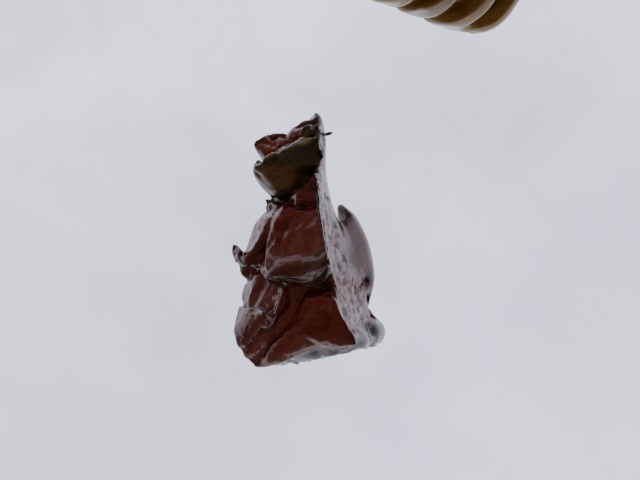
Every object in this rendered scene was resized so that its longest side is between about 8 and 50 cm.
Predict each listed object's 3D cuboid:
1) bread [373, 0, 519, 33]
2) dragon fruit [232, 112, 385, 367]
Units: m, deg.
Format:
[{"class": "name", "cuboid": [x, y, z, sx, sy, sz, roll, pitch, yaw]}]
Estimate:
[{"class": "bread", "cuboid": [0.111, -0.243, 0.948, 0.084, 0.177, 0.119, 33, -74, 49]}, {"class": "dragon fruit", "cuboid": [0.005, -0.006, 0.828, 0.122, 0.092, 0.192, 5, -109, -22]}]
